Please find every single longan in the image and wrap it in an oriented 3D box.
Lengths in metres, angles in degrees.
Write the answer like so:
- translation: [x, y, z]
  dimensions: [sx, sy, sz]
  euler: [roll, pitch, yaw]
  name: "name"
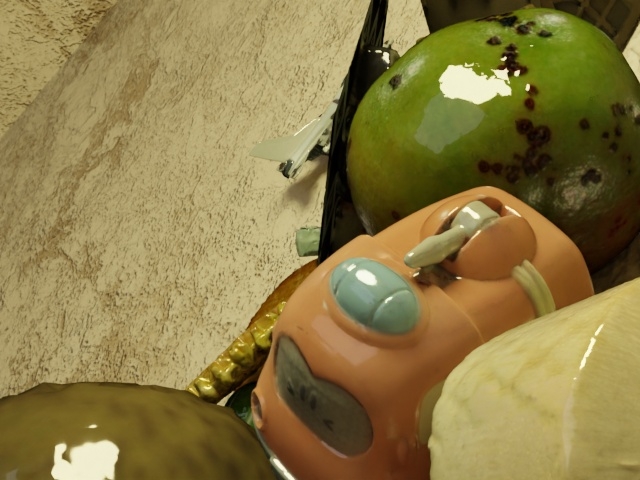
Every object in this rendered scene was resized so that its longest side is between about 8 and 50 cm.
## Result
- translation: [-0.201, 0.308, 1.394]
  dimensions: [0.391, 0.391, 0.391]
  euler: [-37, 31, 27]
  name: "longan"

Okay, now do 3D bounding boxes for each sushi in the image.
- translation: [0.065, -0.110, 1.645]
  dimensions: [0.343, 0.064, 0.359]
  euler: [96, -173, -46]
  name: "sushi"

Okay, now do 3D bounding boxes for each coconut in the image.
- translation: [0.228, 0.164, 1.001]
  dimensions: [0.329, 0.329, 0.329]
  euler: [-37, 31, 27]
  name: "coconut"

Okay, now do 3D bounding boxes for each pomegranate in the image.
- translation: [0.166, -0.109, 1.413]
  dimensions: [0.291, 0.291, 0.323]
  euler: [-22, 59, 45]
  name: "pomegranate"

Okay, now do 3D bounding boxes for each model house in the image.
- translation: [0.198, -0.300, 1.641]
  dimensions: [0.211, 0.243, 0.204]
  euler: [6, 63, 59]
  name: "model house"

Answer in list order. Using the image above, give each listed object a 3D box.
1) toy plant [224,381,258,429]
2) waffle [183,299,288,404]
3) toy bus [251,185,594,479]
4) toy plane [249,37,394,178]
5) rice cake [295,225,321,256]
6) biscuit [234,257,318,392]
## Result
- translation: [-0.073, 0.216, 1.623]
  dimensions: [0.093, 0.093, 0.162]
  euler: [-11, 45, 52]
  name: "toy plant"
- translation: [-0.078, 0.122, 1.647]
  dimensions: [0.191, 0.038, 0.191]
  euler: [-43, -4, -4]
  name: "waffle"
- translation: [0.088, 0.083, 1.197]
  dimensions: [0.288, 0.232, 0.194]
  euler: [-30, 52, -24]
  name: "toy bus"
- translation: [0.023, -0.152, 1.939]
  dimensions: [0.234, 0.082, 0.160]
  euler: [-39, 16, -6]
  name: "toy plane"
- translation: [0.000, 0.001, 1.721]
  dimensions: [0.033, 0.033, 0.207]
  euler: [-6, -1, 7]
  name: "rice cake"
- translation: [-0.049, 0.115, 1.774]
  dimensions: [0.126, 0.025, 0.206]
  euler: [-22, 39, 44]
  name: "biscuit"
